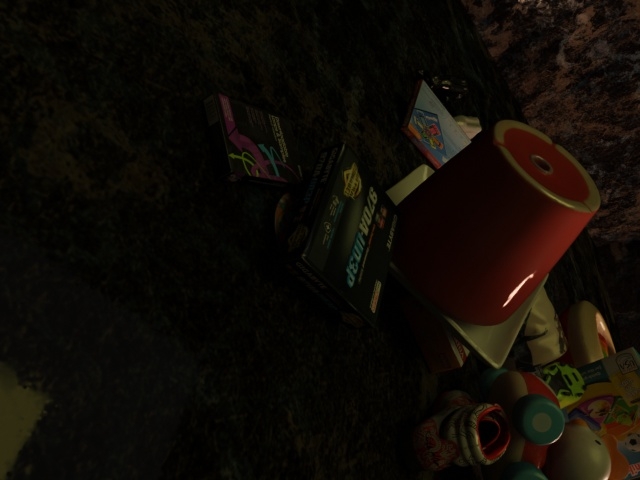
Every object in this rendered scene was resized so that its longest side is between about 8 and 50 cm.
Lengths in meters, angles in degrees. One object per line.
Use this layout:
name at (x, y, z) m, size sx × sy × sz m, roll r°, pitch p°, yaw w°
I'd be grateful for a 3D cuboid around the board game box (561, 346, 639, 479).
board game box at (0.631, 0.431, 1.121) m, size 0.079 × 0.254 × 0.336 m, roll 39°, pitch 32°, yaw -31°

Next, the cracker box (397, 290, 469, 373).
cracker box at (0.250, 0.137, 1.034) m, size 0.232 × 0.067 × 0.155 m, roll -29°, pitch 95°, yaw -57°

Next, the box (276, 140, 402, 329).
box at (0.038, -0.008, 0.763) m, size 0.175 × 0.051 × 0.220 m, roll 47°, pitch 47°, yaw -33°

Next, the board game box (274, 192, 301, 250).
board game box at (0.000, 0.000, 0.783) m, size 0.169 × 0.033 × 0.133 m, roll 29°, pitch 49°, yaw -44°

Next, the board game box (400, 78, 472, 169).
board game box at (0.308, -0.271, 1.355) m, size 0.281 × 0.027 × 0.145 m, roll 35°, pitch 65°, yaw -41°

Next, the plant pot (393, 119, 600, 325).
plant pot at (0.282, -0.040, 0.843) m, size 0.275 × 0.243 × 0.275 m, roll 18°, pitch 44°, yaw -18°

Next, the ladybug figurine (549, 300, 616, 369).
ladybug figurine at (0.827, 0.374, 1.646) m, size 0.305 × 0.162 × 0.449 m, roll 62°, pitch 32°, yaw -10°

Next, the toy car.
toy car at (0.406, 0.342, 0.888) m, size 0.219 × 0.238 × 0.210 m, roll 81°, pitch 19°, yaw -90°

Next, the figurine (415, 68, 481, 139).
figurine at (0.358, -0.383, 1.498) m, size 0.209 × 0.092 × 0.214 m, roll -3°, pitch 75°, yaw -48°

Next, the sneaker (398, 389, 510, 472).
sneaker at (0.249, 0.305, 0.861) m, size 0.270 × 0.145 × 0.090 m, roll -1°, pitch 73°, yaw -56°

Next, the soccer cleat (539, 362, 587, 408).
soccer cleat at (0.469, 0.346, 1.132) m, size 0.289 × 0.121 × 0.093 m, roll -16°, pitch 64°, yaw -37°

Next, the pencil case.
pencil case at (0.393, 0.098, 1.169) m, size 0.184 × 0.160 × 0.410 m, roll -23°, pitch 87°, yaw -13°

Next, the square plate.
square plate at (0.243, 0.028, 0.974) m, size 0.344 × 0.049 × 0.347 m, roll 43°, pitch 42°, yaw 10°

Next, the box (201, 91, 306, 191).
box at (-0.089, -0.134, 0.737) m, size 0.162 × 0.029 × 0.116 m, roll 3°, pitch 69°, yaw -56°
